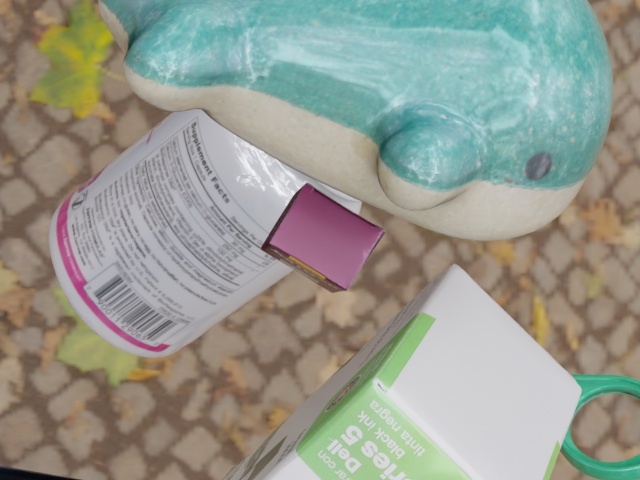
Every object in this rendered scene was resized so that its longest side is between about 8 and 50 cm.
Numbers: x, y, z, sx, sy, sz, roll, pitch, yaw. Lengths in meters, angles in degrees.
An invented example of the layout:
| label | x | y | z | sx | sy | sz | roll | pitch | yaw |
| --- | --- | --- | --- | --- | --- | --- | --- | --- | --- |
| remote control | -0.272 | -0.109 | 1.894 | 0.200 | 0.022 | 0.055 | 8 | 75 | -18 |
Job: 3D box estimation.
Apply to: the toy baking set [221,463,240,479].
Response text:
| label | x | y | z | sx | sy | sz | roll | pitch | yaw |
| --- | --- | --- | --- | --- | --- | --- | --- | --- | --- |
| toy baking set | -0.093 | 0.322 | 1.534 | 0.030 | 0.196 | 0.256 | 45 | 52 | -32 |

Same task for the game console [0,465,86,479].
| label | x | y | z | sx | sy | sz | roll | pitch | yaw |
| --- | --- | --- | --- | --- | --- | --- | --- | --- | --- |
| game console | -0.292 | 0.192 | 1.017 | 0.250 | 0.173 | 0.293 | 53 | 37 | -13 |

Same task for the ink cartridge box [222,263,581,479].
| label | x | y | z | sx | sy | sz | roll | pitch | yaw |
| --- | --- | --- | --- | --- | --- | --- | --- | --- | --- |
| ink cartridge box | 0.005 | 0.165 | 0.902 | 0.115 | 0.273 | 0.198 | 45 | 24 | 0 |

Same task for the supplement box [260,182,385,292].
| label | x | y | z | sx | sy | sz | roll | pitch | yaw |
| --- | --- | --- | --- | --- | --- | --- | --- | --- | --- |
| supplement box | 0.000 | 0.000 | 0.920 | 0.055 | 0.083 | 0.043 | 32 | 84 | -2 |

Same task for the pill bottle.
| label | x | y | z | sx | sy | sz | roll | pitch | yaw |
| --- | --- | --- | --- | --- | --- | --- | --- | --- | --- |
| pill bottle | -0.069 | -0.039 | 1.248 | 0.160 | 0.283 | 0.160 | 38 | 32 | -30 |

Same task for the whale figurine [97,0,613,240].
| label | x | y | z | sx | sy | sz | roll | pitch | yaw |
| --- | --- | --- | --- | --- | --- | --- | --- | --- | --- |
| whale figurine | 0.028 | -0.101 | 0.807 | 0.272 | 0.216 | 0.141 | 12 | 119 | -24 |

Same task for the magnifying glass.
| label | x | y | z | sx | sy | sz | roll | pitch | yaw |
| --- | --- | --- | --- | --- | --- | --- | --- | --- | --- |
| magnifying glass | 0.193 | 0.135 | 1.337 | 0.092 | 0.231 | 0.026 | -51 | 146 | -23 |
